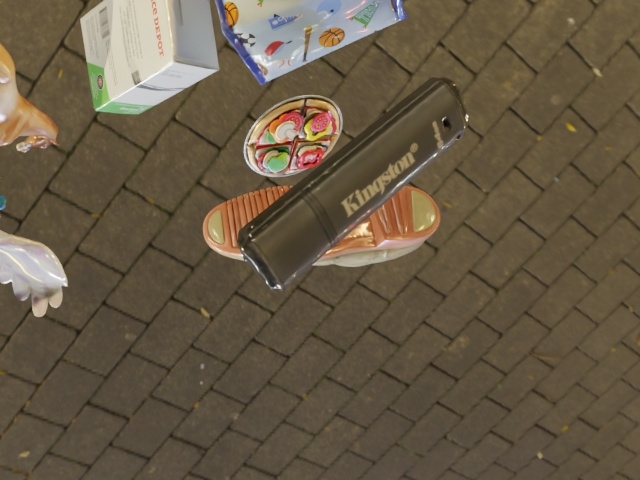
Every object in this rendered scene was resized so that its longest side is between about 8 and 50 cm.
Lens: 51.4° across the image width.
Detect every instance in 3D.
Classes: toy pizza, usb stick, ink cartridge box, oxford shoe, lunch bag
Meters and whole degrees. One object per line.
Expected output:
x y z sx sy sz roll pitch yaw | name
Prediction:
-0.046 -0.187 1.246 0.201 0.032 0.201 -20 148 -13 | toy pizza
0.038 -0.059 0.651 0.278 0.045 0.077 -40 120 -16 | usb stick
-0.352 -0.403 1.359 0.121 0.289 0.211 -4 83 -50 | ink cartridge box
0.000 0.000 1.131 0.397 0.140 0.146 -1 150 -13 | oxford shoe
-0.061 -0.554 1.251 0.327 0.385 0.239 -20 157 8 | lunch bag

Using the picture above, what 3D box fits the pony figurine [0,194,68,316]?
-0.602 -0.013 1.070 0.302 0.363 0.351 -20 153 -26 | pony figurine

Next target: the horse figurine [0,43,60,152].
-0.446 -0.191 0.850 0.174 0.066 0.263 -22 141 -21 | horse figurine
